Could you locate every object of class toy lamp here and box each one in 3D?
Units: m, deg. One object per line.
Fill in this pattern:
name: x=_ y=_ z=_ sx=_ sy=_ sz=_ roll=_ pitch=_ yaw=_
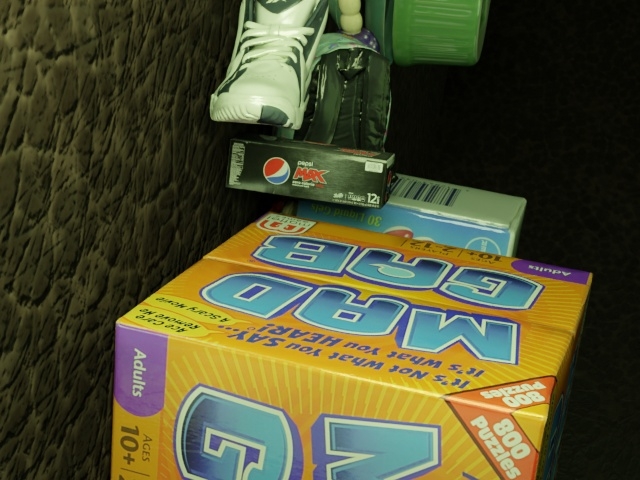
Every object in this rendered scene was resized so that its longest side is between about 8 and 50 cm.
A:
toy lamp: x=0.028 y=-0.356 z=1.386 sx=0.080 sy=0.080 sz=0.274 roll=-69 pitch=159 yaw=-52

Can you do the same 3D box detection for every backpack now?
backpack: x=0.010 y=-0.142 z=1.284 sx=0.115 sy=0.152 sz=0.182 roll=38 pitch=-56 yaw=54

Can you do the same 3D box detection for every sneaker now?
sneaker: x=-0.047 y=-0.194 z=1.100 sx=0.235 sy=0.094 sz=0.153 roll=-47 pitch=143 yaw=-73

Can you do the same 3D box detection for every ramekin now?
ramekin: x=0.229 y=-0.457 z=2.040 sx=0.303 sy=0.148 sz=0.303 roll=9 pitch=90 yaw=-80

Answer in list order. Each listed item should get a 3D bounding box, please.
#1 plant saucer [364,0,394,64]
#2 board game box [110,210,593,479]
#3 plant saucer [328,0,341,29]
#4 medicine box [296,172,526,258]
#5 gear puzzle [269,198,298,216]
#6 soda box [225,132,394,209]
plant saucer: x=0.122 y=-0.467 z=1.978 sx=0.317 sy=0.044 sz=0.317 roll=8 pitch=90 yaw=-80
board game box: x=0.038 y=0.212 z=1.082 sx=0.356 sy=0.356 sz=0.356 roll=-41 pitch=139 yaw=-65
plant saucer: x=0.033 y=-0.383 z=1.530 sx=0.195 sy=0.037 sz=0.195 roll=13 pitch=90 yaw=-80
medicine box: x=0.100 y=0.072 z=1.427 sx=0.149 sy=0.263 sz=0.289 roll=-49 pitch=148 yaw=-66
gear puzzle: x=-0.067 y=0.037 z=1.367 sx=0.339 sy=0.044 sz=0.175 roll=-59 pitch=158 yaw=-59
soda box: x=-0.010 y=-0.074 z=1.190 sx=0.060 sy=0.169 sz=0.053 roll=-48 pitch=146 yaw=-73
